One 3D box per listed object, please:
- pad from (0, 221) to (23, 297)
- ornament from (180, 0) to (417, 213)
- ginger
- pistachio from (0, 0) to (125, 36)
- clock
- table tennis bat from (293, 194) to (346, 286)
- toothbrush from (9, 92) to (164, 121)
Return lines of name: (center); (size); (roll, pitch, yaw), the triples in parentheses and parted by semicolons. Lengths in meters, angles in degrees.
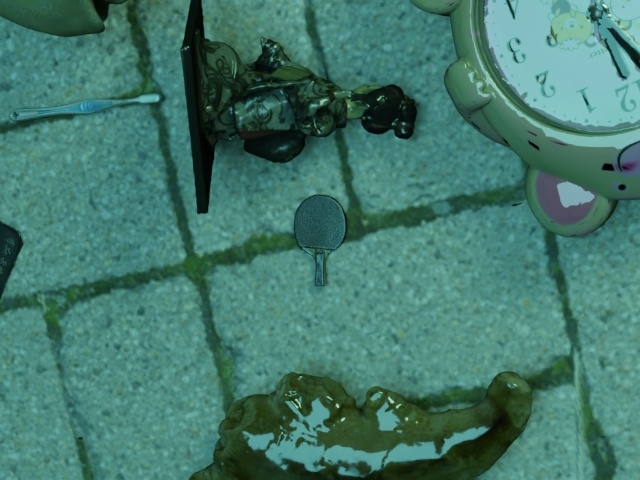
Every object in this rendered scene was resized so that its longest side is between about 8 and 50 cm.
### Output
pad: (-0.363, 0.039, 1.614); (0.112, 0.003, 0.157); (27, 104, 13)
ornament: (-0.014, -0.129, 1.420); (0.196, 0.166, 0.153); (-2, 118, 0)
ginger: (0.030, 0.196, 1.469); (0.333, 0.080, 0.166); (-5, 110, 12)
pistachio: (-0.263, -0.308, 1.426); (0.207, 0.226, 0.332); (-32, 73, -11)
clock: (0.232, -0.178, 1.338); (0.284, 0.114, 0.309); (-23, 90, 18)
table tennis bat: (0.000, 0.000, 1.488); (0.050, 0.007, 0.083); (1, 95, 18)
toothbrush: (-0.222, -0.125, 1.541); (0.162, 0.017, 0.014); (-5, 89, 18)
